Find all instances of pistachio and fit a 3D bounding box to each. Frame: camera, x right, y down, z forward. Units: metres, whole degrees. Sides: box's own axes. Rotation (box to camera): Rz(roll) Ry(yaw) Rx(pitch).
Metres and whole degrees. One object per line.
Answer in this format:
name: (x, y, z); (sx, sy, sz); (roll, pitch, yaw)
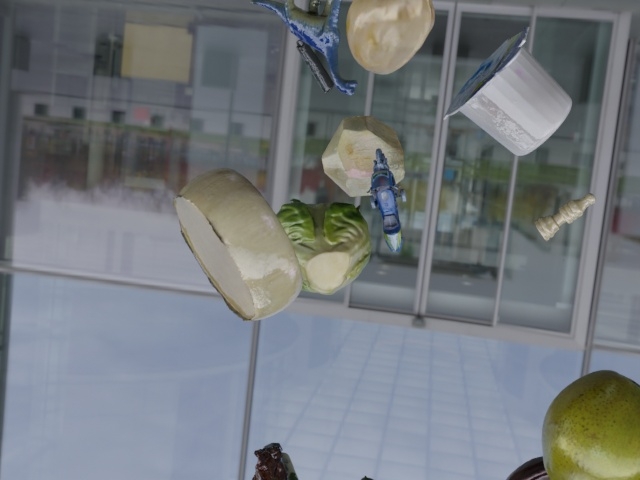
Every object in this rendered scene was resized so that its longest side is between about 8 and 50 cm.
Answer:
pistachio: (0.191, -0.596, 2.073); (0.229, 0.230, 0.309); (5, 147, -9)

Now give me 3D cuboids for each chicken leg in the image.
chicken leg: (-0.102, 0.424, 1.305); (0.053, 0.093, 0.205); (-20, -159, 14)

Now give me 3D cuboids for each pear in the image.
pear: (0.618, 0.425, 1.646); (0.294, 0.295, 0.294); (6, -175, -1)

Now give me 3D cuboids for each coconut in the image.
coconut: (0.116, -0.232, 2.127); (0.236, 0.237, 0.197); (6, -176, -1)

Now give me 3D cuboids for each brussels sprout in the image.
brussels sprout: (-0.002, 0.002, 1.974); (0.259, 0.227, 0.294); (-5, -147, -10)

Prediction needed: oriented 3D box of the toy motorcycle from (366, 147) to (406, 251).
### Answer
toy motorcycle: (0.168, -0.100, 1.918); (0.092, 0.255, 0.135); (-10, -160, 9)

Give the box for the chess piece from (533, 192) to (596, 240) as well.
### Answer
chess piece: (0.362, -0.039, 1.120); (0.092, 0.035, 0.035); (-35, 173, 16)

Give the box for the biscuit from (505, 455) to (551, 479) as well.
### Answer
biscuit: (0.649, 0.758, 1.977); (0.407, 0.408, 0.091); (7, -178, 13)

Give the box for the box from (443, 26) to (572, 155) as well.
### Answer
box: (0.461, -0.331, 1.755); (0.206, 0.262, 0.291); (39, 169, -8)

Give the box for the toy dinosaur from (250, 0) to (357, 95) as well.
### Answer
toy dinosaur: (-0.030, -0.384, 1.465); (0.247, 0.188, 0.075); (12, 179, 19)

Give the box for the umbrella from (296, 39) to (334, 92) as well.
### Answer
umbrella: (-0.012, -0.388, 1.694); (0.031, 0.133, 0.036); (-34, -163, 0)

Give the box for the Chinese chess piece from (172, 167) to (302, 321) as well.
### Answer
Chinese chess piece: (-0.131, 0.008, 1.202); (0.103, 0.250, 0.249); (-33, -160, -19)

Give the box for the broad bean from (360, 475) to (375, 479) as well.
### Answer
broad bean: (0.150, 0.471, 1.142); (0.144, 0.049, 0.292); (47, -179, -27)

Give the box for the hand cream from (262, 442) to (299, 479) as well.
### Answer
hand cream: (-0.055, 0.511, 1.452); (0.095, 0.059, 0.276); (-1, -139, -27)
